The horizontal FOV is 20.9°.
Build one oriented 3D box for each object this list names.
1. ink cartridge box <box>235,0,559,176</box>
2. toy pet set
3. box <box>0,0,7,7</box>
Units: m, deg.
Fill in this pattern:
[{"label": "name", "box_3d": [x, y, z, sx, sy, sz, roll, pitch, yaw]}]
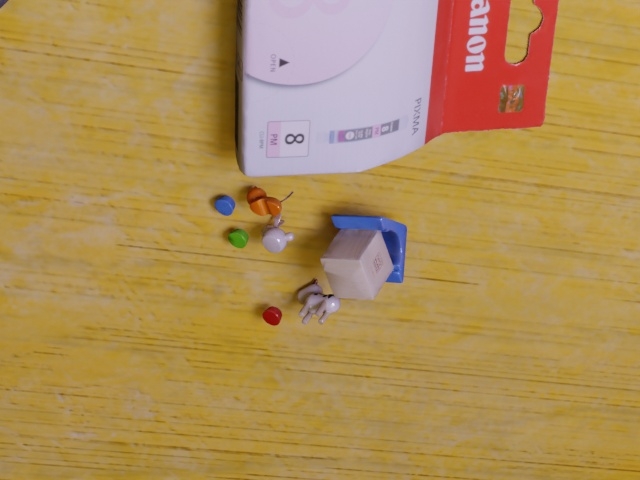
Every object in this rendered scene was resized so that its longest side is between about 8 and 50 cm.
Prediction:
[{"label": "ink cartridge box", "box_3d": [0.057, -0.139, 1.203, 0.232, 0.066, 0.189, -1, 125, -6]}, {"label": "toy pet set", "box_3d": [0.000, 0.000, 1.299, 0.114, 0.065, 0.122, 2, 130, 30]}, {"label": "box", "box_3d": [-0.151, -0.277, 0.914, 0.395, 0.318, 0.097, -40, 78, 16]}]
